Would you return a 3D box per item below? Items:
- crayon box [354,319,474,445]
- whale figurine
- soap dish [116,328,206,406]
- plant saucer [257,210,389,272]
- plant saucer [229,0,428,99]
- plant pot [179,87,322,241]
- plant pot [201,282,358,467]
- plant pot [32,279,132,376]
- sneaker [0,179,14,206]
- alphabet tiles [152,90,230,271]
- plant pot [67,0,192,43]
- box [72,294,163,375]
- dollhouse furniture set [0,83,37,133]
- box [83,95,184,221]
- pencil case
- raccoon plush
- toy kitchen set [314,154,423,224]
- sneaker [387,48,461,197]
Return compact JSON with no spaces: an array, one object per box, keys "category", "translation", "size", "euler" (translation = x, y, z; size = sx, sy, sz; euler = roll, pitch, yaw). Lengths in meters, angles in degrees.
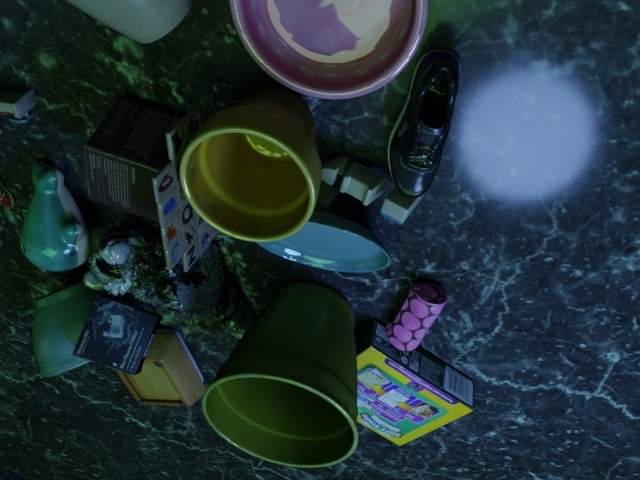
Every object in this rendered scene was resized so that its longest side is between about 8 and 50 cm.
[{"category":"crayon box","translation":[0.193,0.416,1.663],"size":[0.363,0.106,0.313],"euler":[34,132,-15]},{"category":"whale figurine","translation":[-0.660,-0.049,1.415],"size":[0.216,0.141,0.272],"euler":[26,128,36]},{"category":"soap dish","translation":[-0.509,0.401,1.816],"size":[0.228,0.118,0.291],"euler":[-2,132,15]},{"category":"plant saucer","translation":[0.000,0.000,1.301],"size":[0.317,0.044,0.317],"euler":[12,163,4]},{"category":"plant saucer","translation":[0.016,-0.404,0.986],"size":[0.332,0.084,0.332],"euler":[7,132,8]},{"category":"plant pot","translation":[-0.110,-0.166,1.124],"size":[0.253,0.239,0.254],"euler":[7,132,8]},{"category":"plant pot","translation":[-0.060,0.304,1.453],"size":[0.366,0.353,0.367],"euler":[8,132,9]},{"category":"plant pot","translation":[-0.656,0.214,1.602],"size":[0.293,0.293,0.196],"euler":[-18,98,27]},{"category":"sneaker","translation":[-0.818,-0.117,1.461],"size":[0.042,0.067,0.118],"euler":[-3,130,17]},{"category":"alphabet tiles","translation":[-0.245,-0.110,1.178],"size":[0.011,0.285,0.343],"euler":[17,134,12]},{"category":"plant pot","translation":[-0.342,-0.463,0.939],"size":[0.256,0.257,0.274],"euler":[-14,142,25]},{"category":"box","translation":[-0.497,0.233,1.446],"size":[0.158,0.156,0.093],"euler":[20,171,-4]},{"category":"dollhouse furniture set","translation":[-0.725,-0.254,1.273],"size":[0.183,0.129,0.129],"euler":[8,133,7]},{"category":"box","translation":[-0.359,-0.163,1.226],"size":[0.203,0.169,0.167],"euler":[19,140,-3]},{"category":"pencil case","translation":[0.234,0.189,1.463],"size":[0.098,0.095,0.209],"euler":[33,132,12]},{"category":"raccoon plush","translation":[-0.403,0.141,1.512],"size":[0.299,0.216,0.446],"euler":[-1,132,25]},{"category":"toy kitchen set","translation":[0.096,-0.083,1.257],"size":[0.207,0.122,0.166],"euler":[30,135,14]},{"category":"sneaker","translation":[0.183,-0.195,1.066],"size":[0.107,0.124,0.283],"euler":[9,120,3]}]
